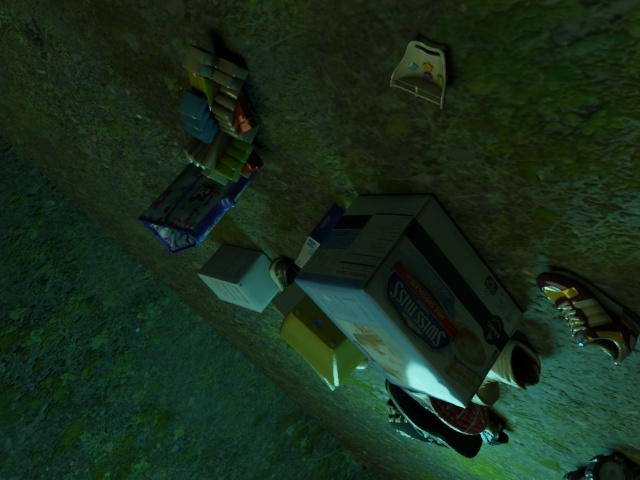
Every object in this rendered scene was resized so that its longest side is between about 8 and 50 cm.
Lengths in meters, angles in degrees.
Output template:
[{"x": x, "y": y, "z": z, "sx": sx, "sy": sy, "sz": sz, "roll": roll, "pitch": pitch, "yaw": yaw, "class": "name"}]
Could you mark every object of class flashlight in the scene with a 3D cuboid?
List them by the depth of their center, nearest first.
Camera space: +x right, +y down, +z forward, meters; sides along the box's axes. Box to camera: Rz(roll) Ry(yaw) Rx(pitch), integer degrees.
[{"x": 0.672, "y": 0.592, "z": 1.642, "sx": 0.103, "sy": 0.103, "sz": 0.304, "roll": -5, "pitch": 157, "yaw": 0, "class": "flashlight"}]

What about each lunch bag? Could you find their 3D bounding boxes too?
[{"x": -0.277, "y": -0.083, "z": 1.600, "sx": 0.138, "sy": 0.221, "sz": 0.293, "roll": 48, "pitch": 157, "yaw": -25, "class": "lunch bag"}]

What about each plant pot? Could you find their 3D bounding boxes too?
[{"x": 0.033, "y": 0.198, "z": 1.642, "sx": 0.212, "sy": 0.212, "sz": 0.187, "roll": 41, "pitch": 164, "yaw": 18, "class": "plant pot"}]

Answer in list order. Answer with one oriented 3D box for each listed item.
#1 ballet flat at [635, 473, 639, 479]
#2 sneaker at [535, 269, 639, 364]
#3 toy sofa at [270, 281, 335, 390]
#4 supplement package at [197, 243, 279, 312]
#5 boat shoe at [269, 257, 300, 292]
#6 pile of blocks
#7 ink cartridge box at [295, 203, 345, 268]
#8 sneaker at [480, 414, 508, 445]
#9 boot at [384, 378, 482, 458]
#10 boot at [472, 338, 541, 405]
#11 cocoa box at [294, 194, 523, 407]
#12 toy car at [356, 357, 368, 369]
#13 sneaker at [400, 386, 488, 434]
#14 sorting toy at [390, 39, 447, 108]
[{"x": 0.742, "y": 0.574, "z": 1.517, "sx": 0.080, "sy": 0.073, "sz": 0.232, "roll": 23, "pitch": 155, "yaw": 30, "class": "ballet flat"}, {"x": 0.427, "y": 0.123, "z": 1.083, "sx": 0.185, "sy": 0.084, "sz": 0.070, "roll": 32, "pitch": 158, "yaw": 14, "class": "sneaker"}, {"x": 0.007, "y": 0.267, "z": 1.916, "sx": 0.177, "sy": 0.150, "sz": 0.363, "roll": 42, "pitch": 165, "yaw": 36, "class": "toy sofa"}, {"x": -0.248, "y": 0.114, "z": 2.074, "sx": 0.244, "sy": 0.139, "sz": 0.134, "roll": 10, "pitch": 144, "yaw": 52, "class": "supplement package"}, {"x": -0.070, "y": 0.144, "z": 1.933, "sx": 0.073, "sy": 0.080, "sz": 0.224, "roll": 20, "pitch": 148, "yaw": 50, "class": "boat shoe"}, {"x": -0.183, "y": -0.211, "z": 1.293, "sx": 0.112, "sy": 0.149, "sz": 0.362, "roll": 30, "pitch": 157, "yaw": 21, "class": "pile of blocks"}, {"x": 0.000, "y": 0.000, "z": 1.500, "sx": 0.046, "sy": 0.097, "sz": 0.207, "roll": 37, "pitch": 159, "yaw": 3, "class": "ink cartridge box"}, {"x": 0.468, "y": 0.506, "z": 1.851, "sx": 0.078, "sy": 0.067, "sz": 0.188, "roll": -13, "pitch": 127, "yaw": 37, "class": "sneaker"}, {"x": 0.292, "y": 0.526, "z": 2.069, "sx": 0.377, "sy": 0.138, "sz": 0.284, "roll": 39, "pitch": 160, "yaw": -16, "class": "boot"}, {"x": 0.393, "y": 0.294, "z": 1.470, "sx": 0.203, "sy": 0.095, "sz": 0.262, "roll": 11, "pitch": 137, "yaw": 50, "class": "boot"}, {"x": 0.170, "y": 0.111, "z": 1.273, "sx": 0.347, "sy": 0.228, "sz": 0.231, "roll": 48, "pitch": 157, "yaw": -25, "class": "cocoa box"}, {"x": 0.119, "y": 0.268, "z": 1.829, "sx": 0.182, "sy": 0.159, "sz": 0.136, "roll": -1, "pitch": 102, "yaw": 59, "class": "toy car"}, {"x": 0.328, "y": 0.416, "z": 1.815, "sx": 0.299, "sy": 0.121, "sz": 0.112, "roll": 35, "pitch": 169, "yaw": 29, "class": "sneaker"}, {"x": 0.140, "y": -0.230, "z": 0.889, "sx": 0.083, "sy": 0.045, "sz": 0.075, "roll": 30, "pitch": 150, "yaw": 22, "class": "sorting toy"}]
